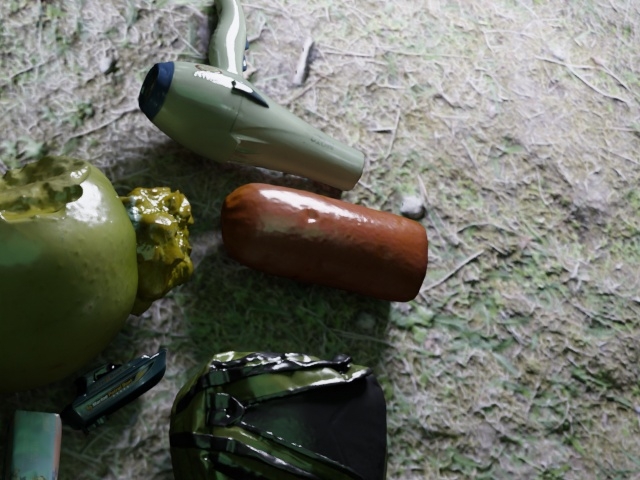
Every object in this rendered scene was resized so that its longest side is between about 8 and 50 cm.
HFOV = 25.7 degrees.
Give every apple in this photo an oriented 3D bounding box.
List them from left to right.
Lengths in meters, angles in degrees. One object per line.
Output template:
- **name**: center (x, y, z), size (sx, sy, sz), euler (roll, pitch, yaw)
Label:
- **apple**: center (-0.325, 0.032, 1.478), size (0.279, 0.279, 0.279), euler (10, 62, -19)

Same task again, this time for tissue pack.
- **tissue pack**: center (-0.308, 0.234, 1.495), size (0.058, 0.074, 0.094), euler (6, 65, -13)

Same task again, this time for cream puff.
- **cream puff**: center (-0.200, 0.010, 1.622), size (0.116, 0.146, 0.146), euler (-10, 69, -43)

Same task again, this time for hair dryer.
- **hair dryer**: center (-0.061, -0.181, 1.800), size (0.296, 0.119, 0.298), euler (37, 44, -10)

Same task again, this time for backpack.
- **backpack**: center (-0.042, 0.222, 1.573), size (0.253, 0.140, 0.207), euler (13, 59, -22)

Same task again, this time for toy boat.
- **toy boat**: center (-0.226, 0.160, 1.574), size (0.141, 0.055, 0.060), euler (-32, 88, -31)

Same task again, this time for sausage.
- **sausage**: center (0.000, 0.000, 1.719), size (0.259, 0.113, 0.113), euler (14, 61, -18)
